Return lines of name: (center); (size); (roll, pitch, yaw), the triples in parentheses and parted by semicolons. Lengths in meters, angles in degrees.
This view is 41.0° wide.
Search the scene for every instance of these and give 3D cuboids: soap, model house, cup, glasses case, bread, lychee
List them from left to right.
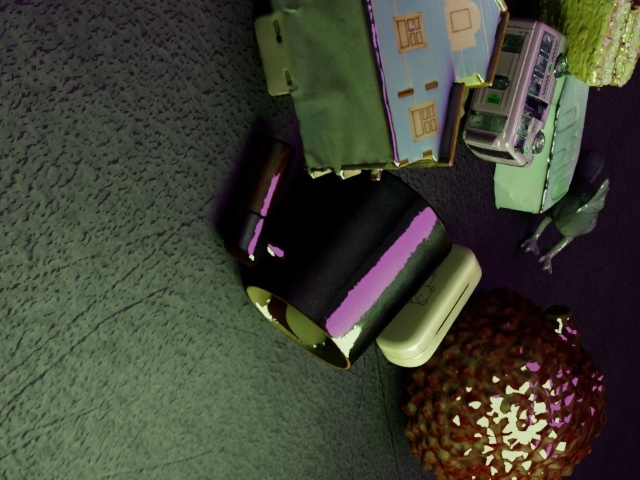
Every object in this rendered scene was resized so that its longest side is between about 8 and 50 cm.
cup: (-0.001, 0.005, 0.936); (0.177, 0.239, 0.166); (-51, -176, -17)
model house: (0.067, -0.203, 0.839); (0.206, 0.178, 0.271); (-24, 105, -39)
glasses case: (0.154, 0.089, 1.206); (0.196, 0.083, 0.050); (-54, 128, -25)
lychee: (0.265, 0.224, 1.263); (0.330, 0.306, 0.306); (-50, 152, 21)
soap: (0.353, -0.162, 1.353); (0.145, 0.091, 0.231); (-29, 128, -44)
bread: (0.396, -0.310, 1.241); (0.102, 0.196, 0.138); (-7, 120, -9)

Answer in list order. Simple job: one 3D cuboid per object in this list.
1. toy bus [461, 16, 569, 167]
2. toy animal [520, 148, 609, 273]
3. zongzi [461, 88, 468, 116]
toy bus: (0.273, -0.209, 1.213); (0.108, 0.096, 0.199); (10, 96, -52)
toy animal: (0.431, -0.048, 1.480); (0.206, 0.081, 0.367); (-58, 174, 19)
zongzi: (0.145, -0.174, 1.008); (0.176, 0.078, 0.160); (-93, 170, -48)
